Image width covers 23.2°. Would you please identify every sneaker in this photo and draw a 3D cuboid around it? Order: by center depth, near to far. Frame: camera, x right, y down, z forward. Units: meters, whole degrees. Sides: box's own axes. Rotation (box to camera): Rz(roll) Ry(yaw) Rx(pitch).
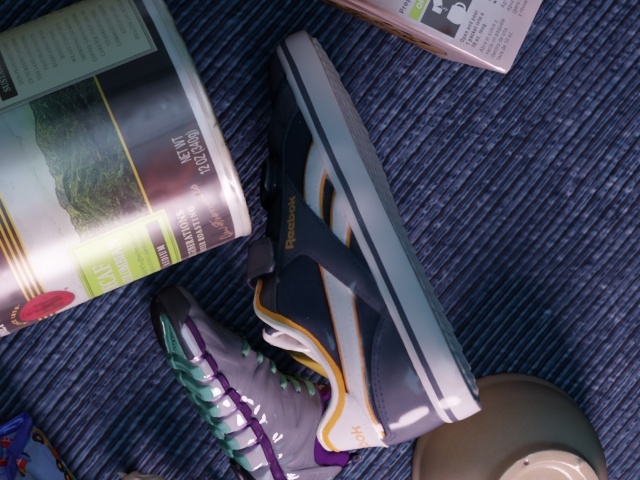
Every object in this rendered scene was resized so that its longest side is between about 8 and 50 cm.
[{"bbox_3d":[0.000,0.000,1.140,0.127,0.126,0.321,-25,68,10],"label":"sneaker"},{"bbox_3d":[-0.051,0.112,1.229,0.098,0.083,0.223,-34,117,-16],"label":"sneaker"}]

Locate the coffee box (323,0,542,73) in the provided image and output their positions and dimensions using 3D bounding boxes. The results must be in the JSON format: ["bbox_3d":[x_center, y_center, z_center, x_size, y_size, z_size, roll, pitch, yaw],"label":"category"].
[{"bbox_3d":[0.007,-0.238,1.119,0.297,0.168,0.119,23,95,-16],"label":"coffee box"}]

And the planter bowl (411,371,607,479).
[{"bbox_3d":[0.165,0.200,1.269,0.162,0.109,0.162,-2,101,-11],"label":"planter bowl"}]

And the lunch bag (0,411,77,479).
[{"bbox_3d":[-0.292,0.309,1.191,0.293,0.138,0.221,-29,108,6],"label":"lunch bag"}]

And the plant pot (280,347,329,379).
[{"bbox_3d":[0.028,0.079,1.228,0.081,0.083,0.081,33,92,-16],"label":"plant pot"}]

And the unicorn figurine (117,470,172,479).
[{"bbox_3d":[-0.093,0.225,1.226,0.111,0.162,0.060,30,88,-43],"label":"unicorn figurine"}]

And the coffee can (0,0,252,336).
[{"bbox_3d":[-0.212,-0.044,1.090,0.275,0.201,0.201,-23,105,-7],"label":"coffee can"}]
